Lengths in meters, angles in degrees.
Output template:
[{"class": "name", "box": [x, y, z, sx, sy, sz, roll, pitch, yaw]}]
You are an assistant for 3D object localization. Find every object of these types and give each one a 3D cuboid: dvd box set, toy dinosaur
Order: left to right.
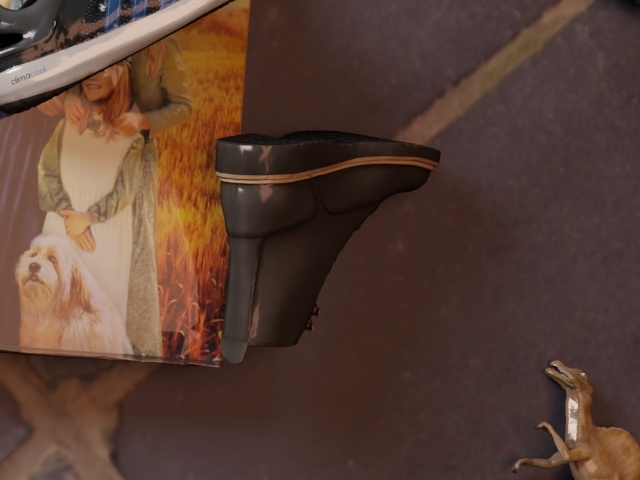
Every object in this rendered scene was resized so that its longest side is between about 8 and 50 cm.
[{"class": "dvd box set", "box": [-0.190, -0.141, 1.104, 0.307, 0.062, 0.421, 7, 85, -25]}, {"class": "toy dinosaur", "box": [0.193, 0.176, 1.272, 0.092, 0.053, 0.183, -28, 99, -24]}]

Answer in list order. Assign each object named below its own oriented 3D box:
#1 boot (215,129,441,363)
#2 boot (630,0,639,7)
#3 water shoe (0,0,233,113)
[{"class": "boot", "box": [0.000, 0.000, 1.168, 0.198, 0.077, 0.137, -5, 101, -47]}, {"class": "boot", "box": [0.232, -0.271, 1.231, 0.161, 0.083, 0.246, 20, 121, -26]}, {"class": "water shoe", "box": [-0.118, -0.150, 1.064, 0.203, 0.073, 0.080, -32, 99, -23]}]
